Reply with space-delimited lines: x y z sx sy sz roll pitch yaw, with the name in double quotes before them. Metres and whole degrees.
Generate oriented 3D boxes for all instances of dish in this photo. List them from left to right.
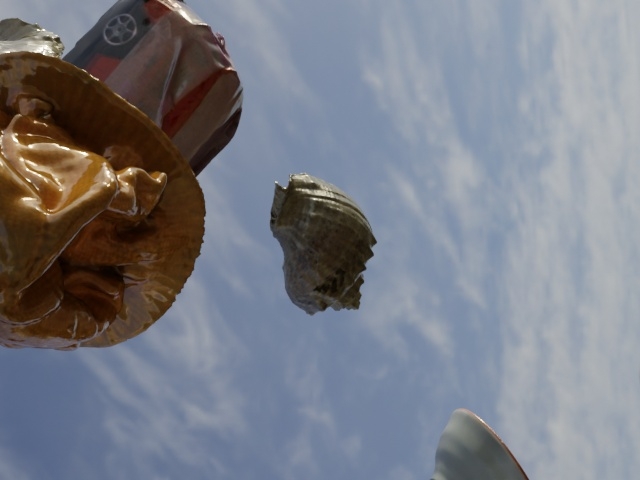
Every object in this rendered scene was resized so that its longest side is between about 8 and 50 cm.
"dish" 0.199 0.342 1.399 0.085 0.260 0.260 -26 -62 -12

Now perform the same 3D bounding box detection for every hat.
"hat" -0.218 0.017 0.801 0.233 0.233 0.244 -74 -3 -67

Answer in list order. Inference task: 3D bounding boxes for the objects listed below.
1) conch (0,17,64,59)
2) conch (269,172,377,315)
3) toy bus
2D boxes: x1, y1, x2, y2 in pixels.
"conch" -0.398 -0.120 1.269 0.186 0.263 0.324 24 -114 -54
"conch" 0.000 0.000 1.441 0.207 0.130 0.155 56 -151 -17
"toy bus" -0.204 -0.098 1.119 0.303 0.147 0.127 -49 -20 -2
